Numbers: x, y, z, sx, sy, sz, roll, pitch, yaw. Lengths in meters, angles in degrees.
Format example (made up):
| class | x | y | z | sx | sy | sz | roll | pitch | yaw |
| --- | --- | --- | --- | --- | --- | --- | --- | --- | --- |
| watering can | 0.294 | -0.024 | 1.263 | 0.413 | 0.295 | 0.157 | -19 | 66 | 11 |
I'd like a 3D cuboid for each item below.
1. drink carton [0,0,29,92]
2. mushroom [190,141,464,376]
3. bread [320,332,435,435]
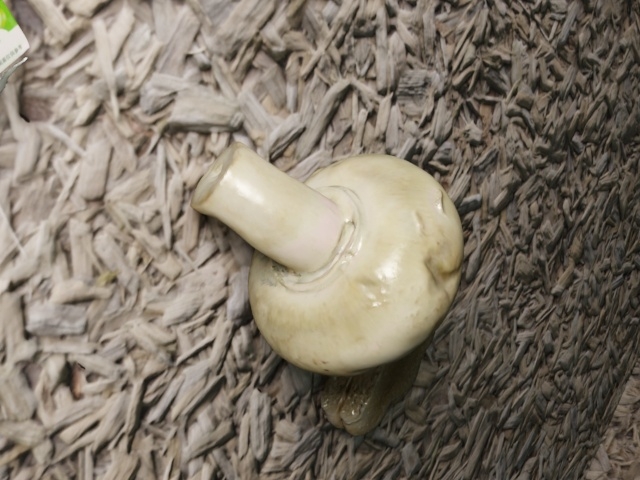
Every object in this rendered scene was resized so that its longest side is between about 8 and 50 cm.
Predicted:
| class | x | y | z | sx | sy | sz | roll | pitch | yaw |
| --- | --- | --- | --- | --- | --- | --- | --- | --- | --- |
| drink carton | -0.371 | -0.220 | 0.677 | 0.161 | 0.108 | 0.271 | -51 | 138 | -28 |
| mushroom | 0.011 | 0.021 | 1.144 | 0.315 | 0.356 | 0.315 | 16 | 90 | -80 |
| bread | 0.122 | 0.179 | 1.468 | 0.183 | 0.102 | 0.337 | 35 | 76 | -52 |
